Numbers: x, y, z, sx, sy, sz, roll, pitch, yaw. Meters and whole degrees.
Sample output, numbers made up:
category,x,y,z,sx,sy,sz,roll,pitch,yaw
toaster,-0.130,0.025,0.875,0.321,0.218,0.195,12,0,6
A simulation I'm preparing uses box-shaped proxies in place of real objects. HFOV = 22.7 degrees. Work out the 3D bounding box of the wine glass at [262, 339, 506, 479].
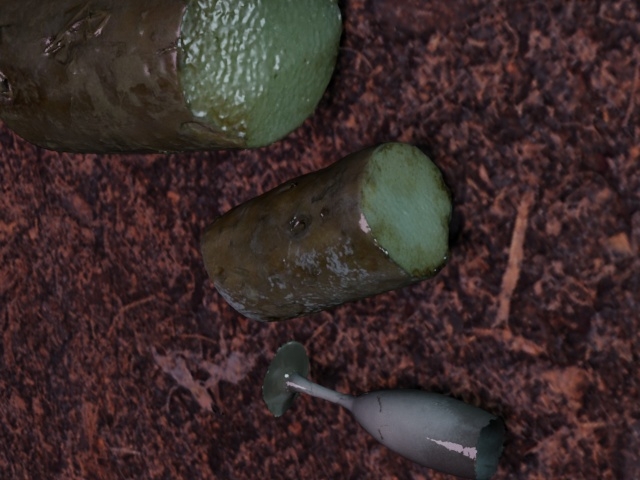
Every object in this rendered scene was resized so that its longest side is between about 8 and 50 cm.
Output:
category,x,y,z,sx,sy,sz,roll,pitch,yaw
wine glass,0.050,0.132,1.241,0.198,0.066,0.066,15,115,33

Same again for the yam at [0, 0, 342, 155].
category,x,y,z,sx,sy,sz,roll,pitch,yaw
yam,-0.130,-0.142,1.218,0.268,0.161,0.161,3,108,39

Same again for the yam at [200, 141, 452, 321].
category,x,y,z,sx,sy,sz,roll,pitch,yaw
yam,0.000,0.000,1.201,0.194,0.107,0.107,-20,93,43
